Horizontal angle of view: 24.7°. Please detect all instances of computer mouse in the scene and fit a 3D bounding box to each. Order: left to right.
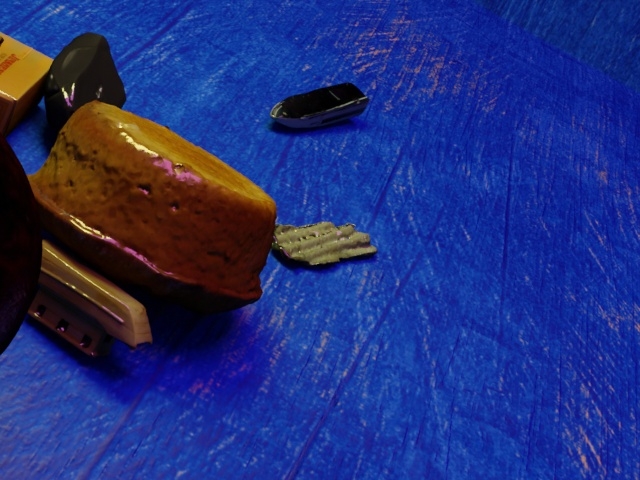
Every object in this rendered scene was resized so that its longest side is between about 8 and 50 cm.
[{"bbox_3d":[-0.325,-0.194,1.967,0.073,0.122,0.217,-6,28,14],"label":"computer mouse"}]

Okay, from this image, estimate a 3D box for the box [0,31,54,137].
[{"bbox_3d":[-0.503,-0.242,1.912,0.274,0.076,0.174,27,26,-4],"label":"box"}]

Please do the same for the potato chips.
[{"bbox_3d":[0.000,0.000,2.038,0.092,0.028,0.207,43,30,25],"label":"potato chips"}]

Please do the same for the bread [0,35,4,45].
[{"bbox_3d":[-0.522,-0.163,1.624,0.194,0.179,0.340,33,28,13],"label":"bread"}]

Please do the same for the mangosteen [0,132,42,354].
[{"bbox_3d":[-0.403,0.000,1.329,0.307,0.307,0.347,25,-6,-8],"label":"mangosteen"}]

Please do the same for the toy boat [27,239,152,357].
[{"bbox_3d":[-0.270,0.065,1.575,0.200,0.077,0.057,33,12,16],"label":"toy boat"}]

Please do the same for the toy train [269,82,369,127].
[{"bbox_3d":[-0.013,-0.213,2.410,0.055,0.048,0.252,44,34,19],"label":"toy train"}]

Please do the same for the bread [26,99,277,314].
[{"bbox_3d":[-0.190,-0.035,1.694,0.312,0.172,0.312,27,9,-5],"label":"bread"}]
